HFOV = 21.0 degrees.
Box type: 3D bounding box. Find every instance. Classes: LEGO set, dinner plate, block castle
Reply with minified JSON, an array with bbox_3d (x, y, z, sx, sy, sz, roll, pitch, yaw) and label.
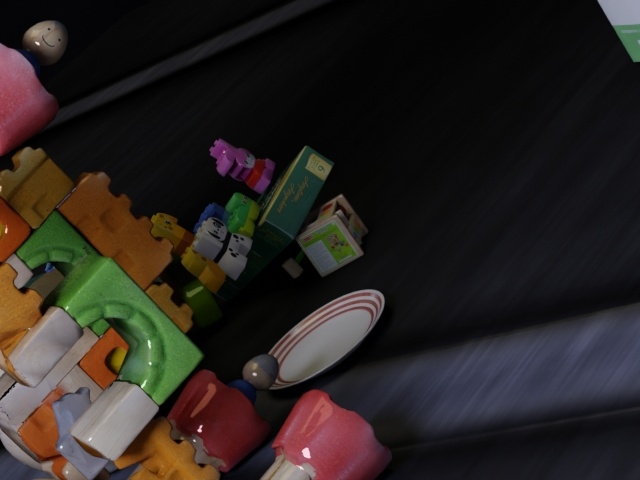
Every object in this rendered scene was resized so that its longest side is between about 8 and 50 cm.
[{"bbox_3d":[-0.121,-0.022,1.782,0.087,0.093,0.227,-54,12,27],"label":"LEGO set"},{"bbox_3d":[0.003,0.095,1.604,0.141,0.017,0.141,-32,16,11],"label":"dinner plate"},{"bbox_3d":[-0.174,0.047,1.347,0.213,0.453,0.303,-49,20,-19],"label":"block castle"}]

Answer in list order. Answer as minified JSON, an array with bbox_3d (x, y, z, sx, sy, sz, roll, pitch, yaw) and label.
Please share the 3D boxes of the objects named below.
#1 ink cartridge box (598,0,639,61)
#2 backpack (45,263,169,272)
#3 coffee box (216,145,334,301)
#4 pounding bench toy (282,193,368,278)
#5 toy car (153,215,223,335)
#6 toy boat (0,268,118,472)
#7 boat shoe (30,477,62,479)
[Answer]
[{"bbox_3d":[0.336,-0.306,1.719,0.154,0.212,0.093,-40,18,-16],"label":"ink cartridge box"},{"bbox_3d":[-0.277,0.058,2.070,0.173,0.117,0.158,-36,16,8],"label":"backpack"},{"bbox_3d":[-0.057,-0.017,1.856,0.113,0.040,0.184,-61,10,-32],"label":"coffee box"},{"bbox_3d":[0.000,0.000,1.805,0.083,0.052,0.065,-30,18,18],"label":"pounding bench toy"},{"bbox_3d":[-0.198,0.064,1.786,0.155,0.149,0.188,-27,3,-1],"label":"toy car"},{"bbox_3d":[-0.273,0.171,1.590,0.148,0.267,0.318,17,69,22],"label":"toy boat"},{"bbox_3d":[-0.232,0.321,1.331,0.098,0.096,0.277,11,50,9],"label":"boat shoe"}]
